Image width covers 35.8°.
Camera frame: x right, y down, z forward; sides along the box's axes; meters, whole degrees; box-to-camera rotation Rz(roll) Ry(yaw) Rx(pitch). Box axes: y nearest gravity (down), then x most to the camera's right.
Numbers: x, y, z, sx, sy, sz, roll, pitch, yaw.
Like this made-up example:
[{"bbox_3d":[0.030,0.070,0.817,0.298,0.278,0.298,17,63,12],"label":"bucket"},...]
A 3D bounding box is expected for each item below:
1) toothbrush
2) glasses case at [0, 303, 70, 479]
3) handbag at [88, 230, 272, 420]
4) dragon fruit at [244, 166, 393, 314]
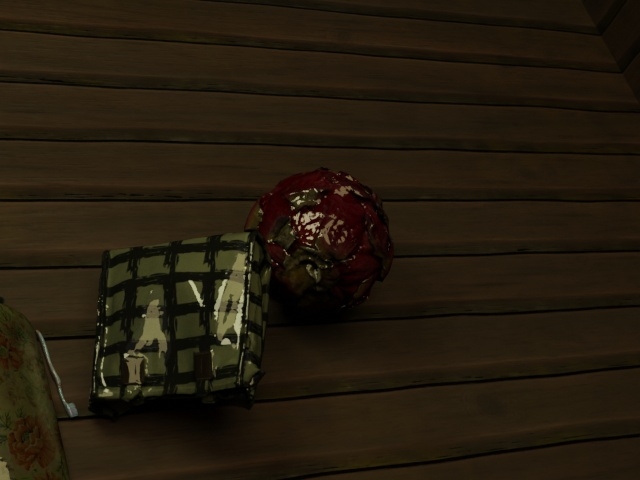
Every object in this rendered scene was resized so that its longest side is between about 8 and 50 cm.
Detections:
[{"bbox_3d":[-0.493,0.246,1.839,0.019,0.013,0.193,-12,60,-38],"label":"toothbrush"},{"bbox_3d":[-0.537,0.296,1.710,0.156,0.098,0.425,17,43,-50],"label":"glasses case"},{"bbox_3d":[-0.258,0.157,1.844,0.325,0.162,0.327,-7,54,12],"label":"handbag"},{"bbox_3d":[0.000,0.003,2.061,0.329,0.329,0.329,12,51,-15],"label":"dragon fruit"}]
